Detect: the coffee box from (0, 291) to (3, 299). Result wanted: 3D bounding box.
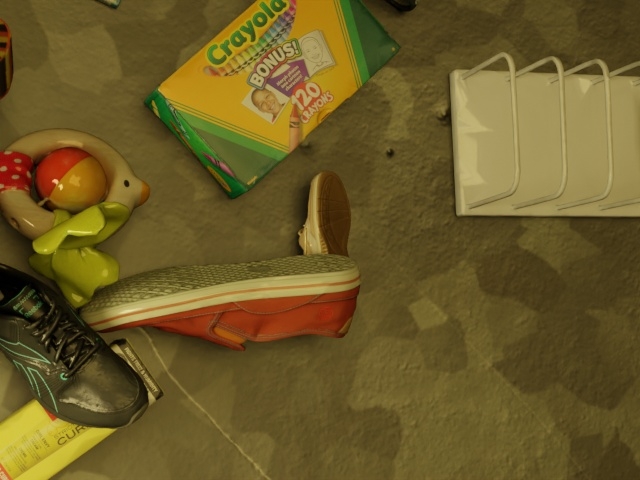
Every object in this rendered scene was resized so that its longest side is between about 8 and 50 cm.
[{"bbox_3d":[-0.485,0.081,1.533,0.246,0.098,0.141,-34,95,12],"label":"coffee box"}]

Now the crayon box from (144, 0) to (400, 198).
[{"bbox_3d":[-0.058,-0.204,1.775,0.278,0.081,0.165,-44,98,-18],"label":"crayon box"}]

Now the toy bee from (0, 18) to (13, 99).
[{"bbox_3d":[-0.448,-0.265,1.616,0.298,0.195,0.162,37,49,1],"label":"toy bee"}]

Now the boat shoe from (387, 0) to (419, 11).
[{"bbox_3d":[0.055,-0.380,1.761,0.302,0.114,0.091,31,85,-46],"label":"boat shoe"}]

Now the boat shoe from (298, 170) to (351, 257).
[{"bbox_3d":[0.000,0.000,1.780,0.063,0.059,0.170,0,86,-45],"label":"boat shoe"}]

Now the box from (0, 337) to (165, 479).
[{"bbox_3d":[-0.299,0.211,1.655,0.232,0.058,0.087,-34,94,-19],"label":"box"}]

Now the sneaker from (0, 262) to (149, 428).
[{"bbox_3d":[-0.306,0.113,1.600,0.267,0.106,0.101,34,63,10],"label":"sneaker"}]

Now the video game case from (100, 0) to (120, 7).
[{"bbox_3d":[-0.302,-0.370,1.751,0.166,0.015,0.119,23,76,-14],"label":"video game case"}]

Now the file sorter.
[{"bbox_3d":[0.330,-0.135,1.847,0.278,0.173,0.192,0,84,-19],"label":"file sorter"}]

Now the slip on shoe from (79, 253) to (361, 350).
[{"bbox_3d":[-0.115,0.084,1.690,0.331,0.123,0.101,-5,106,-8],"label":"slip on shoe"}]

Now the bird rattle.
[{"bbox_3d":[-0.316,-0.050,1.660,0.253,0.143,0.207,32,46,19],"label":"bird rattle"}]
